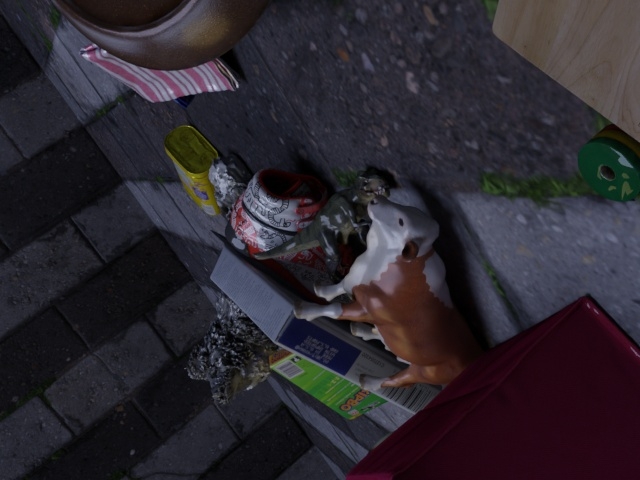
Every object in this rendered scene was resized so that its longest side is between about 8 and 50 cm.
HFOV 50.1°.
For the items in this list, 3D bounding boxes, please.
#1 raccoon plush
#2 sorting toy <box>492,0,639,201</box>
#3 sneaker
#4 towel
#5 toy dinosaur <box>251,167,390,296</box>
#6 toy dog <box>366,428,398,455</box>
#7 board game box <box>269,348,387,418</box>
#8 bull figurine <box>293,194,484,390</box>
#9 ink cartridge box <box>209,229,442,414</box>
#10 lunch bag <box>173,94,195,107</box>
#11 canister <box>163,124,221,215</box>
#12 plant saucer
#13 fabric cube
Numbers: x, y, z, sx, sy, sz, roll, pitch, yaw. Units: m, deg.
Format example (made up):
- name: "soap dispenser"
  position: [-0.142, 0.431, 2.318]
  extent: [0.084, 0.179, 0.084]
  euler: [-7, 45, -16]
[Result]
- name: "raccoon plush"
  position: [-0.189, 0.093, 1.328]
  extent: [0.446, 0.299, 0.216]
  euler: [57, 163, -17]
- name: "sorting toy"
  position: [0.166, -0.138, 0.356]
  extent: [0.132, 0.046, 0.274]
  euler: [45, 162, 22]
- name: "sneaker"
  position: [-0.001, 0.000, 0.997]
  extent: [0.270, 0.090, 0.145]
  euler: [30, 130, -1]
- name: "towel"
  position: [-0.228, -0.244, 0.968]
  extent: [0.197, 0.029, 0.144]
  euler: [-2, 160, 34]
- name: "toy dinosaur"
  position: [0.027, 0.000, 0.895]
  extent: [0.118, 0.064, 0.268]
  euler: [48, 133, -7]
- name: "toy dog"
  position: [0.220, 0.513, 1.165]
  extent: [0.408, 0.285, 0.395]
  euler: [53, 163, 4]
- name: "board game box"
  position: [0.031, 0.263, 1.315]
  extent: [0.259, 0.124, 0.039]
  euler: [44, -155, -34]
- name: "bull figurine"
  position: [0.090, 0.082, 0.826]
  extent: [0.189, 0.101, 0.310]
  euler: [-12, 131, 27]
- name: "ink cartridge box"
  position: [-0.012, 0.129, 1.092]
  extent: [0.324, 0.071, 0.330]
  euler: [33, 180, -34]
- name: "lunch bag"
  position: [-0.307, -0.350, 1.084]
  extent: [0.221, 0.138, 0.293]
  euler: [41, 173, 27]
- name: "canister"
  position: [-0.246, -0.139, 1.399]
  extent: [0.126, 0.073, 0.170]
  euler: [45, 163, 22]
- name: "plant saucer"
  position: [-0.166, -0.300, 0.585]
  extent: [0.311, 0.050, 0.310]
  euler: [12, 117, 25]
- name: "fabric cube"
  position: [0.212, 0.254, 0.678]
  extent: [0.254, 0.259, 0.258]
  euler: [50, 163, 10]
